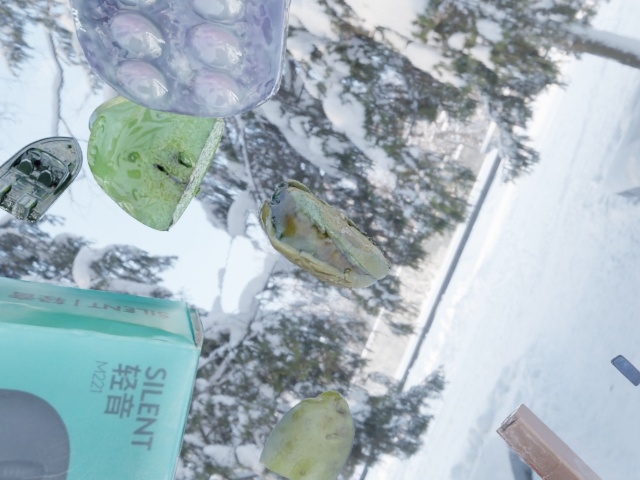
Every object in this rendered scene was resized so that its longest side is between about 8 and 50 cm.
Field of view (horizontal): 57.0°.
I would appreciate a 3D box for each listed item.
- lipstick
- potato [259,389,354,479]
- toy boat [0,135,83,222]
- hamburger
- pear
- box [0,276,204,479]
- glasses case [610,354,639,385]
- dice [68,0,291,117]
[{"bbox_3d":[0.295,0.278,0.748,0.045,0.145,0.045,-54,-21,24],"label":"lipstick"},{"bbox_3d":[-0.014,0.320,0.964,0.120,0.081,0.149,23,-98,-40],"label":"potato"},{"bbox_3d":[-0.662,-0.167,1.405,0.092,0.141,0.319,-50,16,34],"label":"toy boat"},{"bbox_3d":[-0.001,-0.001,1.178,0.134,0.265,0.285,-47,21,8],"label":"hamburger"},{"bbox_3d":[-0.442,-0.239,1.520,0.342,0.318,0.238,-62,7,11],"label":"pear"},{"bbox_3d":[-0.253,0.130,0.410,0.118,0.311,0.205,-145,68,-69],"label":"box"},{"bbox_3d":[0.730,0.307,1.404,0.033,0.083,0.023,-46,-4,6],"label":"glasses case"},{"bbox_3d":[-0.174,-0.355,0.819,0.270,0.270,0.271,102,173,-54],"label":"dice"}]
